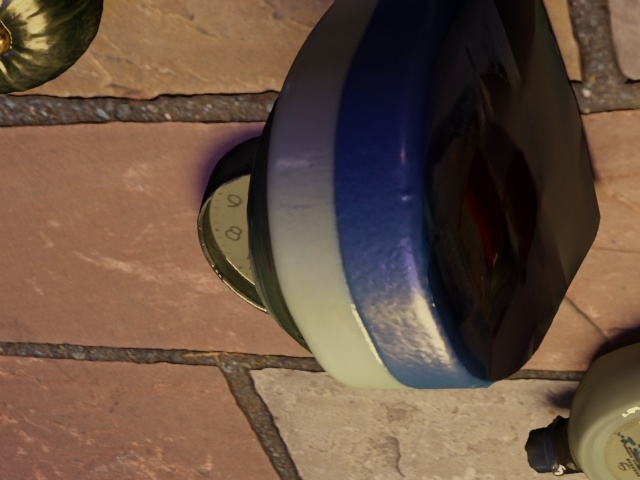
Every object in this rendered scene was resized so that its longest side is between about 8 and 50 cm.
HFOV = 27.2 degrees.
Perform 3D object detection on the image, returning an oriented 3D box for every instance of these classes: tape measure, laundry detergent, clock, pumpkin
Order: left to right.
[{"bbox_3d":[-0.238,-0.181,0.935,0.167,0.125,0.167,-6,153,-3],"label":"pumpkin"},{"bbox_3d":[0.000,0.000,1.115,0.215,0.042,0.215,12,140,10],"label":"clock"},{"bbox_3d":[0.068,-0.027,0.900,0.138,0.262,0.259,2,136,33],"label":"tape measure"},{"bbox_3d":[0.314,0.173,1.138,0.280,0.105,0.215,-21,128,36],"label":"laundry detergent"}]
